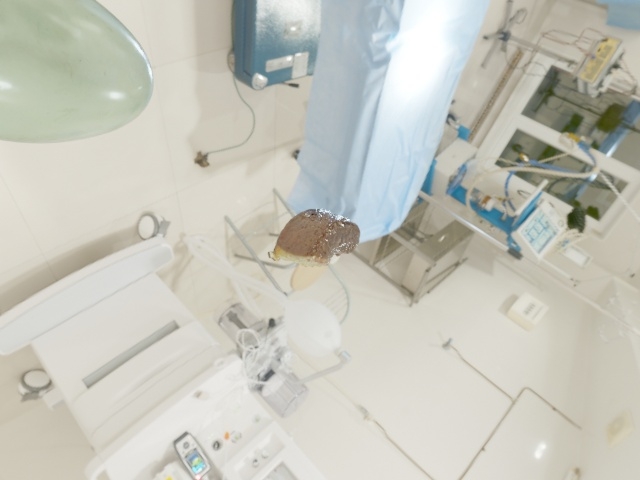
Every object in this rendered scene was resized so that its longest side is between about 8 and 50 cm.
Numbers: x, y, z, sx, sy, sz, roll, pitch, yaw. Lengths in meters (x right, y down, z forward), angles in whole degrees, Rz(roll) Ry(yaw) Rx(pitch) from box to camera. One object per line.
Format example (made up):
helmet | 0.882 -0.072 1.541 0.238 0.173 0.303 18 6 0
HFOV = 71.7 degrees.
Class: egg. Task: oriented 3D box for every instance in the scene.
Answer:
egg | -0.312 -0.195 0.470 0.264 0.183 0.183 2 123 -40

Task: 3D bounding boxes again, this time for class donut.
donut | -0.005 -0.005 1.012 0.186 0.126 0.144 14 89 -53
